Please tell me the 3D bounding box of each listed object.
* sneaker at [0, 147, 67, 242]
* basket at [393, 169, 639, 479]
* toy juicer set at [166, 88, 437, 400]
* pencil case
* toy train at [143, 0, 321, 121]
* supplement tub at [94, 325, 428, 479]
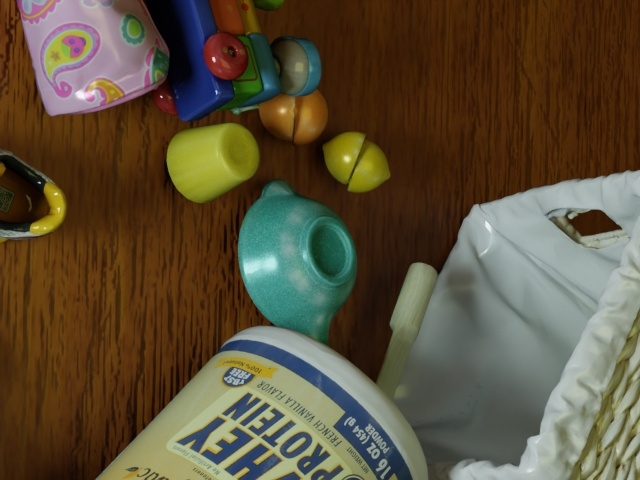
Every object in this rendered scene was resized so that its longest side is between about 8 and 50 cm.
[{"bbox_3d":[-0.301,-0.059,1.592,0.225,0.092,0.088,18,82,-36],"label":"sneaker"},{"bbox_3d":[0.256,0.147,1.872,0.266,0.328,0.331,36,68,-21],"label":"basket"},{"bbox_3d":[0.000,0.000,1.851,0.209,0.089,0.329,-46,110,-43],"label":"toy juicer set"},{"bbox_3d":[-0.215,-0.247,1.638,0.124,0.124,0.284,-27,107,-35],"label":"pencil case"},{"bbox_3d":[-0.091,-0.233,1.751,0.143,0.105,0.248,-7,77,-40],"label":"toy train"},{"bbox_3d":[-0.082,0.251,1.693,0.316,0.228,0.228,-47,118,-28],"label":"supplement tub"}]
